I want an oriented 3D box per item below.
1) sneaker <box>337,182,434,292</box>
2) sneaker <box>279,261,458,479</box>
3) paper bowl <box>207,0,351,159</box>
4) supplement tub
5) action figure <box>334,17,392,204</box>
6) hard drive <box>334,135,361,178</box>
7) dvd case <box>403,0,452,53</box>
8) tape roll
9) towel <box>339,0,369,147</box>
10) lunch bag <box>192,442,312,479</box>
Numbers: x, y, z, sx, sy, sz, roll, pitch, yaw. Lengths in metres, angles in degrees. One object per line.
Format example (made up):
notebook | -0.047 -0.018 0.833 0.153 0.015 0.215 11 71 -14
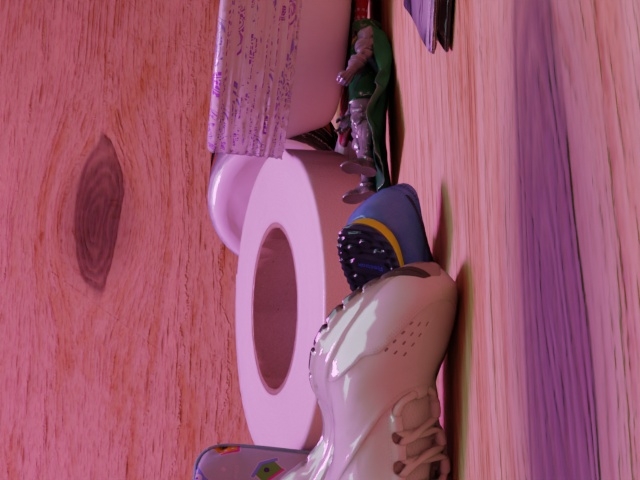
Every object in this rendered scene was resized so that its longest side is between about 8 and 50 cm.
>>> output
sneaker | 0.065 0.053 1.121 0.082 0.069 0.209 -45 -42 -44
sneaker | 0.051 0.152 1.016 0.129 0.111 0.297 44 130 43
paper bowl | -0.046 -0.234 1.613 0.284 0.148 0.284 -174 90 -86
supplement tub | -0.065 -0.103 2.148 0.338 0.207 0.207 -97 8 -72
action figure | 0.046 -0.146 1.469 0.137 0.063 0.232 90 -177 -51
hard drive | 0.034 0.038 1.801 0.203 0.040 0.308 105 166 -79
dvd case | 0.085 -0.248 1.114 0.221 0.018 0.164 -98 10 -71
tape roll | -0.024 0.082 1.709 0.392 0.072 0.392 -179 90 -72
towel | 0.046 -0.267 1.662 0.199 0.031 0.275 102 170 -76
lunch bag | -0.043 0.359 1.519 0.108 0.224 0.279 96 179 -48
